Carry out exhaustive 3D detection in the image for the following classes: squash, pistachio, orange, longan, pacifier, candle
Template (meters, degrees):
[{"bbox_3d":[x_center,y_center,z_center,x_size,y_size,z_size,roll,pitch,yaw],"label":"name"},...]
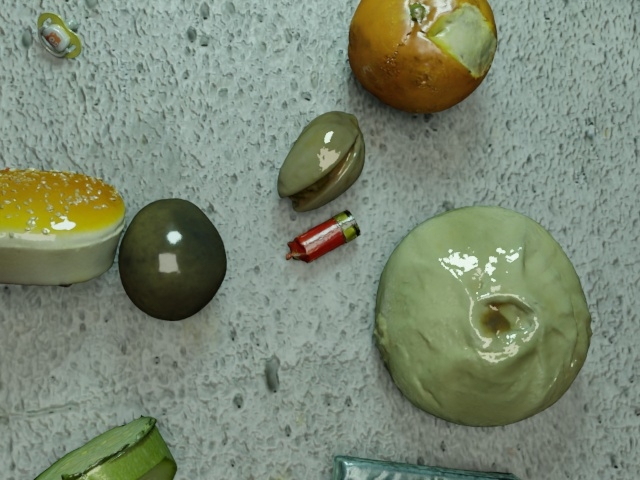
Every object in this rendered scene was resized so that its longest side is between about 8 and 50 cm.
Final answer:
[{"bbox_3d":[-0.312,0.353,1.194,0.220,0.220,0.133,-27,86,-11],"label":"squash"},{"bbox_3d":[0.004,-0.130,1.351,0.124,0.124,0.185,44,85,-2],"label":"pistachio"},{"bbox_3d":[0.165,-0.324,1.339,0.240,0.240,0.239,1,84,-9],"label":"orange"},{"bbox_3d":[-0.226,0.028,1.268,0.168,0.167,0.187,-12,76,-10],"label":"longan"},{"bbox_3d":[-0.417,-0.335,1.340,0.083,0.068,0.064,48,44,-19],"label":"pacifier"},{"bbox_3d":[0.000,0.000,1.364,0.131,0.052,0.052,-29,89,-9],"label":"candle"}]

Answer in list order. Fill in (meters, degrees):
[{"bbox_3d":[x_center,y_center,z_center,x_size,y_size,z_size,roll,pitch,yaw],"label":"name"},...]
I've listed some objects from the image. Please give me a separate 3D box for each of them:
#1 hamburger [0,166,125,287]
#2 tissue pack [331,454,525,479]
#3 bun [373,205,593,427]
[{"bbox_3d":[-0.438,-0.025,1.214,0.295,0.227,0.151,5,106,-12],"label":"hamburger"},{"bbox_3d":[0.162,0.472,1.313,0.316,0.103,0.227,9,81,-9],"label":"tissue pack"},{"bbox_3d":[0.268,0.120,1.320,0.364,0.202,0.364,1,84,-7],"label":"bun"}]
